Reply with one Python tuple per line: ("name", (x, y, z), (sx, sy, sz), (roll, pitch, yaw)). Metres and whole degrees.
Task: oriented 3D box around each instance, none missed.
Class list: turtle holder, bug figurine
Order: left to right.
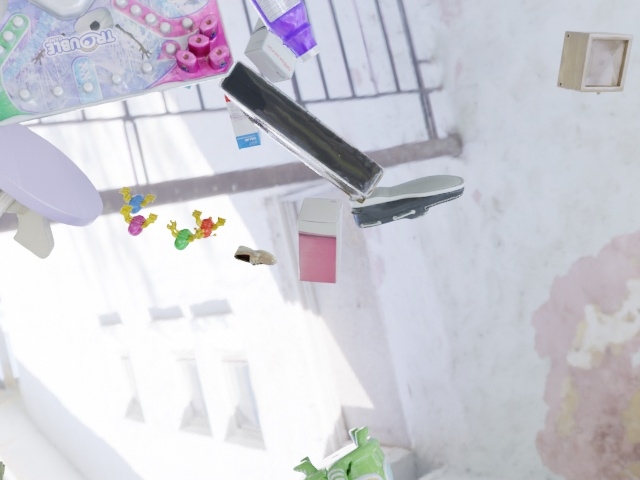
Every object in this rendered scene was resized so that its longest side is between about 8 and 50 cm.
("bug figurine", (-0.388, -0.046, 1.747), (0.279, 0.072, 0.216), (19, -159, -3))
("turtle holder", (0.088, 0.614, 1.749), (0.243, 0.227, 0.320), (-22, 167, -29))

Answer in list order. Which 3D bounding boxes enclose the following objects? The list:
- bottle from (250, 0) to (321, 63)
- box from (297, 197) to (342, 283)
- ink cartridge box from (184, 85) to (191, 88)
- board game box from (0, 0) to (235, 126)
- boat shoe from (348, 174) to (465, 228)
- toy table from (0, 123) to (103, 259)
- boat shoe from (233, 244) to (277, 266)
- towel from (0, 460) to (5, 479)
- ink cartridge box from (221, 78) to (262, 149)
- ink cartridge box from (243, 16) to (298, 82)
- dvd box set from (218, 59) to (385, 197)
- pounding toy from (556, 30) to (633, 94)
("bottle", (-0.100, -0.606, 1.833), (0.118, 0.283, 0.092), (-35, -164, -1))
("box", (0.000, 0.000, 2.192), (0.126, 0.232, 0.149), (4, -147, 6))
("ink cartridge box", (-0.294, -0.379, 1.526), (0.048, 0.028, 0.083), (12, 132, -36))
("board game box", (-0.346, -0.368, 0.911), (0.389, 0.390, 0.050), (-14, 175, -8))
("boat shoe", (0.226, -0.098, 1.783), (0.302, 0.091, 0.114), (-8, -156, 21))
("toy table", (-0.558, -0.087, 1.261), (0.161, 0.274, 0.252), (-40, -168, 22))
("boat shoe", (-0.190, 0.053, 2.006), (0.135, 0.050, 0.045), (12, -134, 27))
("towel", (-0.823, 0.598, 1.676), (0.110, 0.027, 0.148), (0, -148, -21))
("ink cartridge box", (-0.251, -0.425, 2.218), (0.078, 0.231, 0.134), (-11, -152, 2))
("ink cartridge box", (-0.137, -0.626, 2.188), (0.086, 0.208, 0.153), (-5, 147, 39))
("dvd box set", (-0.021, -0.185, 1.318), (0.062, 0.307, 0.420), (-53, 178, 3))
("pounding toy", (0.550, -0.351, 1.393), (0.141, 0.130, 0.100), (-5, -159, -21))
